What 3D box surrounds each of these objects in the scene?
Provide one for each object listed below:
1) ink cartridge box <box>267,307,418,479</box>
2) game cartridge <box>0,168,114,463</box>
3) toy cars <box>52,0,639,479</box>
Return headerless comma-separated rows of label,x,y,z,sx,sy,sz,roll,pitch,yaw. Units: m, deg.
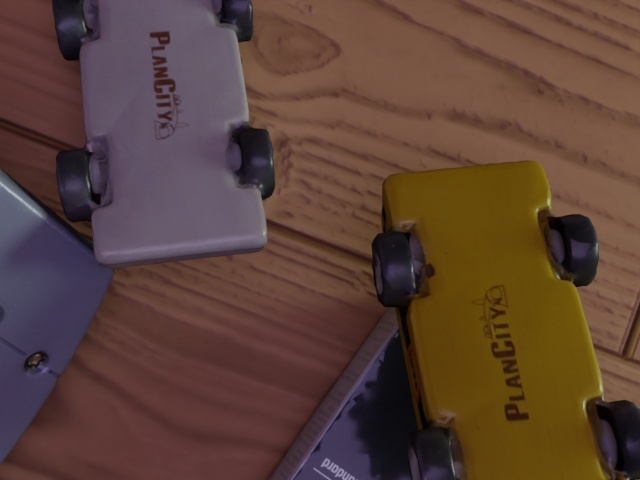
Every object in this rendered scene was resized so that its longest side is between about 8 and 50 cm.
ink cartridge box,0.069,0.172,0.572,0.206,0.045,0.208,36,86,-5
game cartridge,-0.242,0.080,0.477,0.297,0.198,0.062,-49,49,-6
toy cars,0.000,0.000,0.524,0.394,0.087,0.176,38,68,14
